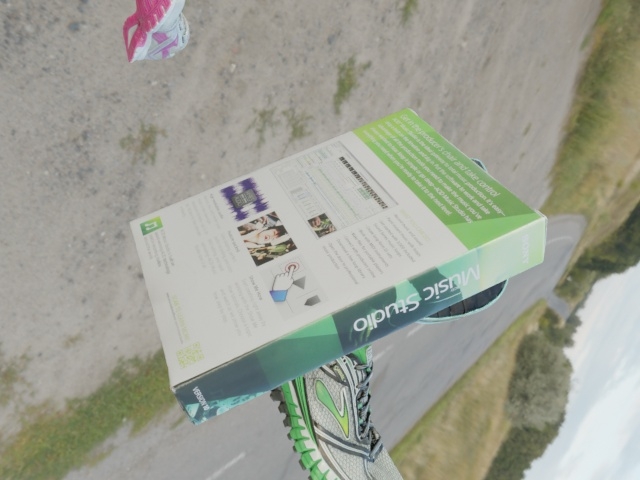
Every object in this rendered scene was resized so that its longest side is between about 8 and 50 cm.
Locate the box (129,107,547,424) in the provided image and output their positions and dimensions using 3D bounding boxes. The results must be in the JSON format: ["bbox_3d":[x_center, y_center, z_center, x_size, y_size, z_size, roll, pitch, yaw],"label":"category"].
[{"bbox_3d":[0.000,0.000,0.558,0.322,0.232,0.058,-24,131,-8],"label":"box"}]

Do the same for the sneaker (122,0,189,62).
[{"bbox_3d":[-0.316,-0.446,1.229,0.111,0.102,0.252,-9,176,-33],"label":"sneaker"}]

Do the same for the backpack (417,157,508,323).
[{"bbox_3d":[0.143,0.012,0.764,0.166,0.188,0.144,-14,162,-4],"label":"backpack"}]

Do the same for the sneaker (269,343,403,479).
[{"bbox_3d":[0.023,0.211,0.805,0.146,0.343,0.134,-32,174,9],"label":"sneaker"}]
